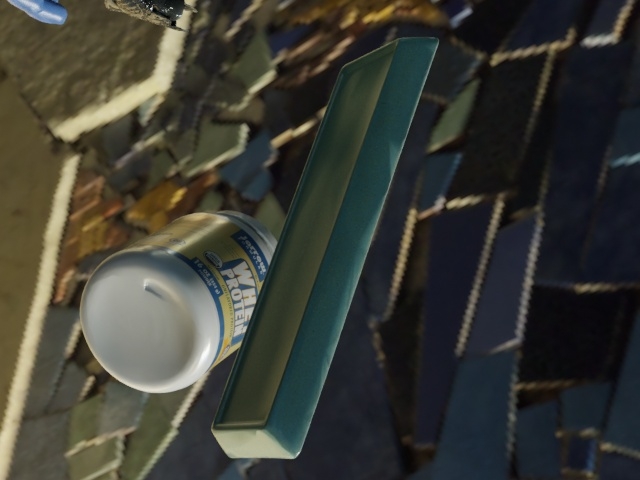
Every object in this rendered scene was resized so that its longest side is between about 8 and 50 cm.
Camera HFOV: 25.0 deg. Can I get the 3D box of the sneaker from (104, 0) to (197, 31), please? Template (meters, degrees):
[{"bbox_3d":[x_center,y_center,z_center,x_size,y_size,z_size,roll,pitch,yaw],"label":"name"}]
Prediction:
[{"bbox_3d":[-0.179,-0.256,1.494,0.089,0.170,0.051,16,84,1],"label":"sneaker"}]

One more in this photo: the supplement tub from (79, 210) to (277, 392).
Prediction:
[{"bbox_3d":[-0.130,0.053,1.434,0.144,0.144,0.200,59,28,-3],"label":"supplement tub"}]

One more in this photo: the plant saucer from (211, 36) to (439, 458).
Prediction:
[{"bbox_3d":[0.000,0.000,0.616,0.018,0.067,0.192,26,71,-22],"label":"plant saucer"}]

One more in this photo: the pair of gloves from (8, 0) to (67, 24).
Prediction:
[{"bbox_3d":[-0.241,-0.212,0.915,0.198,0.023,0.159,47,3,42],"label":"pair of gloves"}]
